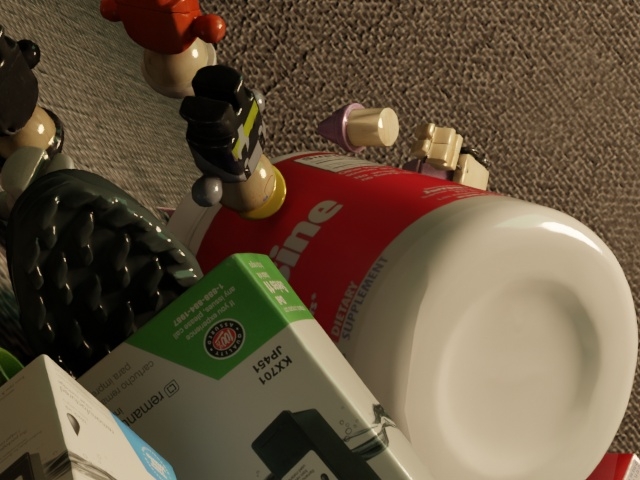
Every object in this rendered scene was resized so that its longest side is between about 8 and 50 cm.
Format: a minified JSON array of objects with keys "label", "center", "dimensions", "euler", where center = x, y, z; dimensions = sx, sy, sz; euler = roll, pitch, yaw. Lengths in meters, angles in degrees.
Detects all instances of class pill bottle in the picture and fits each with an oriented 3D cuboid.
[{"label":"pill bottle","center":[0.031,0.053,1.084],"dimensions":[0.229,0.229,0.408],"euler":[49,-15,-29]}]

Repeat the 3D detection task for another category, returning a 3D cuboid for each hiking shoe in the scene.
[{"label":"hiking shoe","center":[-0.126,0.049,0.896],"dimensions":[0.132,0.113,0.304],"euler":[48,-9,40]}]

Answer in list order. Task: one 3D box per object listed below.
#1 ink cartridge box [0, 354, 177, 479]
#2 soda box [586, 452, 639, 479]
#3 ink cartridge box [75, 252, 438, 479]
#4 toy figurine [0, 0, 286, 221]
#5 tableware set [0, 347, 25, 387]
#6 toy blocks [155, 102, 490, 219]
[{"label":"ink cartridge box","center":[-0.097,0.144,0.604],"dimensions":[0.104,0.060,0.180],"euler":[49,5,-35]},{"label":"soda box","center":[0.182,0.290,1.052],"dimensions":[0.083,0.263,0.092],"euler":[-8,-48,46]},{"label":"ink cartridge box","center":[-0.032,0.133,0.761],"dimensions":[0.208,0.153,0.087],"euler":[51,5,7]},{"label":"toy figurine","center":[-0.148,-0.083,1.012],"dimensions":[0.209,0.213,0.148],"euler":[58,-9,30]},{"label":"tableware set","center":[-0.195,0.039,0.700],"dimensions":[0.154,0.024,0.104],"euler":[49,5,-20]},{"label":"toy blocks","center":[0.000,0.000,1.600],"dimensions":[0.260,0.309,0.288],"euler":[1,-21,36]}]
